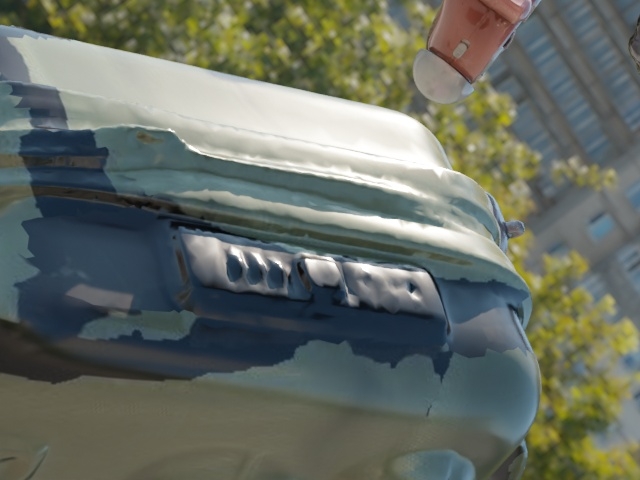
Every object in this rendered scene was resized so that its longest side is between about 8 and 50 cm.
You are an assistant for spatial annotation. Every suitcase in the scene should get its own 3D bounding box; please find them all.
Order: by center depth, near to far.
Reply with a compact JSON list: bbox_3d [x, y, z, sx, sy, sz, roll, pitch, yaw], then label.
[{"bbox_3d":[-0.068,0.096,0.645,0.339,0.351,0.194,9,45,-34],"label":"suitcase"}]

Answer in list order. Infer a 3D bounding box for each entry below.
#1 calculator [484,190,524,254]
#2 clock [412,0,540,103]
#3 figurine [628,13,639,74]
[{"bbox_3d":[0.040,0.006,0.973,0.100,0.175,0.032,70,12,-68],"label":"calculator"},{"bbox_3d":[0.156,-0.226,1.548,0.093,0.166,0.162,34,-45,4],"label":"clock"},{"bbox_3d":[0.329,-0.165,1.060,0.241,0.306,0.411,95,1,-53],"label":"figurine"}]
